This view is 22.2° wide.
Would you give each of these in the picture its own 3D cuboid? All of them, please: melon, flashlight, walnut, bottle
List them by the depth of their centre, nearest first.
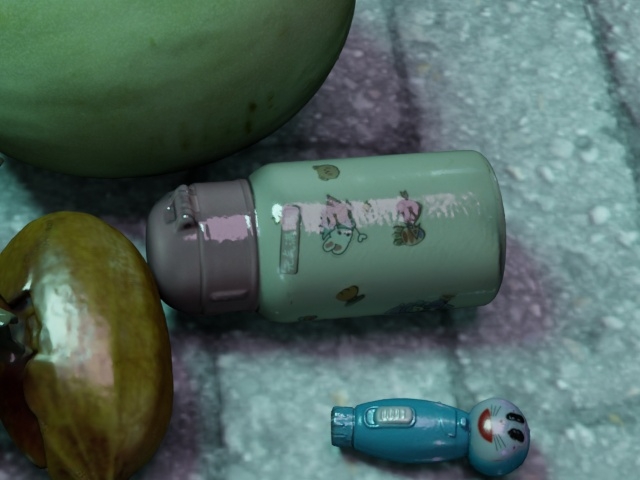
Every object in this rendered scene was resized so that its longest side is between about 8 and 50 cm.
[{"bbox_3d":[-0.151,0.073,1.024,0.116,0.116,0.207,-9,61,-14],"label":"walnut"},{"bbox_3d":[0.071,0.125,1.049,0.129,0.051,0.051,2,52,0],"label":"flashlight"},{"bbox_3d":[0.000,0.000,1.095,0.233,0.110,0.110,-5,53,-11],"label":"bottle"},{"bbox_3d":[-0.118,-0.169,1.121,0.308,0.272,0.271,-17,52,13],"label":"melon"}]

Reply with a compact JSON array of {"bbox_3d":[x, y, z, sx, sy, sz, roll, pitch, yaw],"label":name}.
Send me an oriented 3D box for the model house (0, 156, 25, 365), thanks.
[{"bbox_3d":[-0.275,0.004,0.986,0.243,0.211,0.204,25,55,18],"label":"model house"}]
